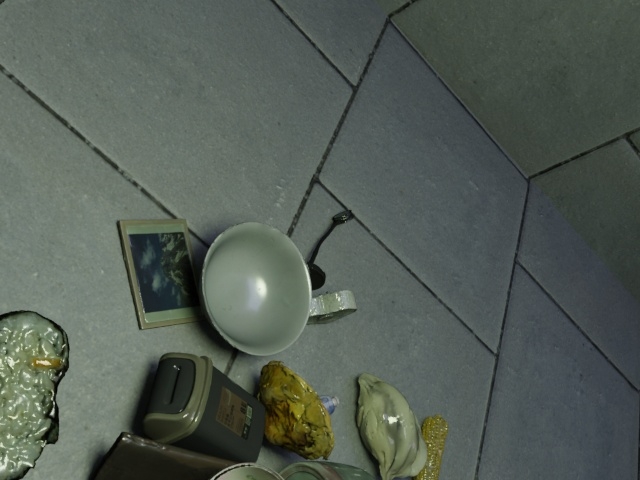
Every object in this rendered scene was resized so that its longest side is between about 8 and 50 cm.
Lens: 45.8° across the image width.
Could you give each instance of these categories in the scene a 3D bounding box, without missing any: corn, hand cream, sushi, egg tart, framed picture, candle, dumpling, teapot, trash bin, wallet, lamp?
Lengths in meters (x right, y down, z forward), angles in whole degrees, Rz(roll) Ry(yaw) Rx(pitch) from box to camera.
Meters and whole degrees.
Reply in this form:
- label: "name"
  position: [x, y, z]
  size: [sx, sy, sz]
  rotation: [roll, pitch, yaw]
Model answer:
- label: "corn"
  position: [0.335, 0.662, 2.324]
  size: [0.086, 0.086, 0.288]
  rotation: [39, 47, -25]
- label: "hand cream"
  position: [-0.009, 0.467, 2.104]
  size: [0.142, 0.053, 0.084]
  rotation: [-12, 80, -37]
- label: "sushi"
  position: [-0.618, 0.307, 1.472]
  size: [0.210, 0.170, 0.350]
  rotation: [24, 55, -34]
- label: "egg tart"
  position: [-0.077, 0.437, 1.880]
  size: [0.132, 0.297, 0.297]
  rotation: [-30, 93, -30]
- label: "framed picture"
  position: [-0.397, 0.079, 1.917]
  size: [0.208, 0.019, 0.281]
  rotation: [-6, 76, -47]
- label: "candle"
  position: [0.008, 0.195, 2.187]
  size: [0.168, 0.192, 0.068]
  rotation: [80, -1, -75]
- label: "dumpling"
  position: [0.223, 0.530, 2.197]
  size: [0.242, 0.187, 0.318]
  rotation: [9, 61, -39]
- label: "teapot"
  position: [0.050, 0.720, 1.914]
  size: [0.312, 0.233, 0.315]
  rotation: [17, 68, -46]
- label: "trash bin"
  position: [-0.275, 0.404, 1.764]
  size: [0.290, 0.182, 0.210]
  rotation: [42, 35, -31]
- label: "wallet"
  position: [-0.337, 0.516, 1.662]
  size: [0.309, 0.165, 0.042]
  rotation: [26, 17, -34]
- label: "lamp"
  position: [0.015, 0.034, 2.324]
  size: [0.109, 0.130, 0.371]
  rotation: [64, 28, -16]

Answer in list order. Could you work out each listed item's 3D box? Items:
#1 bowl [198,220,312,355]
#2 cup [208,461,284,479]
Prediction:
- label: "bowl"
  position: [-0.198, 0.133, 1.973]
  size: [0.345, 0.157, 0.346]
  rotation: [10, 73, -38]
- label: "cup"
  position: [-0.120, 0.637, 1.665]
  size: [0.274, 0.253, 0.253]
  rotation: [50, 35, -59]
